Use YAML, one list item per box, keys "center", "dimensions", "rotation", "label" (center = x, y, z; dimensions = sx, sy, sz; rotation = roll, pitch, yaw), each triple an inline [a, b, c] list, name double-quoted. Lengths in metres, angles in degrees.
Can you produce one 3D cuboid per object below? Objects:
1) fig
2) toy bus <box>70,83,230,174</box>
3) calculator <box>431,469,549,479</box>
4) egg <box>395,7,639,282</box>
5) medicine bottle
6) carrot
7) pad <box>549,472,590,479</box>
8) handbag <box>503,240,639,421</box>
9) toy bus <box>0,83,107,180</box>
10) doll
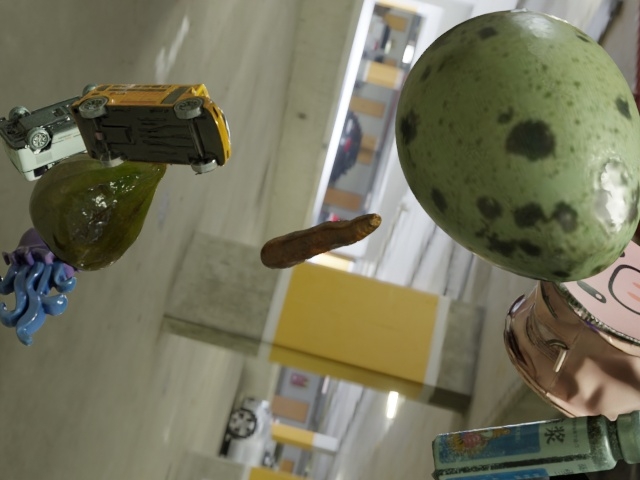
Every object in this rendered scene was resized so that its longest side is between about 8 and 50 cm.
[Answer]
- center: [-0.240, -0.050, 1.080]
  dimensions: [0.184, 0.133, 0.126]
  rotation: [-30, -174, 2]
  label: "fig"
- center: [-0.158, -0.116, 0.915]
  dimensions: [0.074, 0.162, 0.070]
  rotation: [-60, 147, -46]
  label: "toy bus"
- center: [0.283, 0.372, 1.334]
  dimensions: [0.261, 0.161, 0.021]
  rotation: [10, 118, -47]
  label: "calculator"
- center: [0.152, -0.067, 0.694]
  dimensions: [0.177, 0.177, 0.228]
  rotation: [104, -32, -48]
  label: "egg"
- center: [0.198, 0.190, 0.845]
  dimensions: [0.051, 0.191, 0.051]
  rotation: [-12, 90, -68]
  label: "medicine bottle"
- center: [0.000, -0.001, 0.943]
  dimensions: [0.165, 0.035, 0.036]
  rotation: [-19, -138, 38]
  label: "carrot"
- center: [0.365, 0.376, 1.219]
  dimensions: [0.243, 0.004, 0.164]
  rotation: [-121, -167, -45]
  label: "pad"
- center: [0.273, 0.077, 0.906]
  dimensions: [0.205, 0.179, 0.116]
  rotation: [-43, 163, -53]
  label: "handbag"
- center: [-0.354, -0.154, 1.322]
  dimensions: [0.193, 0.087, 0.089]
  rotation: [-25, 137, -27]
  label: "toy bus"
- center: [-0.364, 0.048, 1.194]
  dimensions: [0.067, 0.109, 0.206]
  rotation: [92, 0, -49]
  label: "doll"
